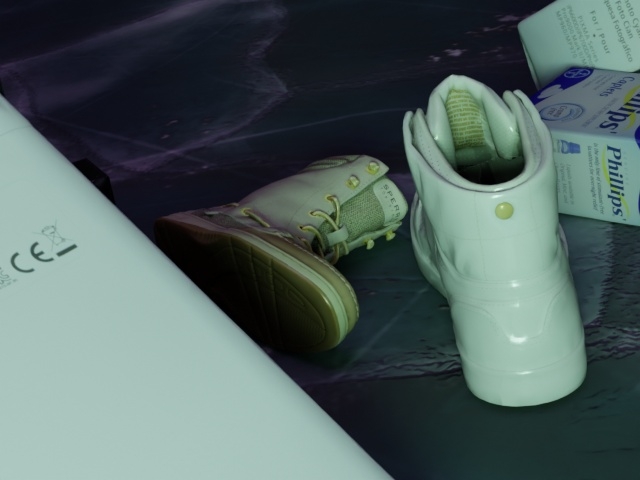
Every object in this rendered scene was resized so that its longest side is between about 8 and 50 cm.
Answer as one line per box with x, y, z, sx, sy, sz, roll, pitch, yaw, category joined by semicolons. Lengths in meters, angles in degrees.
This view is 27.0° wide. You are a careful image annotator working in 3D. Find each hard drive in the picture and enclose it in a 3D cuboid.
-0.135;0.089;0.617;0.353;0.047;0.233;42;49;18;hard drive

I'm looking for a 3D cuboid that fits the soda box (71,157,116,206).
-0.251;-0.011;1.074;0.169;0.053;0.060;-21;28;-21;soda box

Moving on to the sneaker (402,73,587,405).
0.108;-0.038;0.868;0.108;0.169;0.292;-12;24;0;sneaker

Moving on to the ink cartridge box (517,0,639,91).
0.389;-0.232;1.056;0.308;0.091;0.385;-21;0;-31;ink cartridge box

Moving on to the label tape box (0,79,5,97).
-0.349;0.008;0.858;0.106;0.240;0.334;16;36;39;label tape box

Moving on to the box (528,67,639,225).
0.223;-0.074;1.010;0.137;0.072;0.126;12;34;37;box

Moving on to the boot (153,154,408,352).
0.000;0.000;0.936;0.165;0.077;0.213;-23;25;-29;boot
